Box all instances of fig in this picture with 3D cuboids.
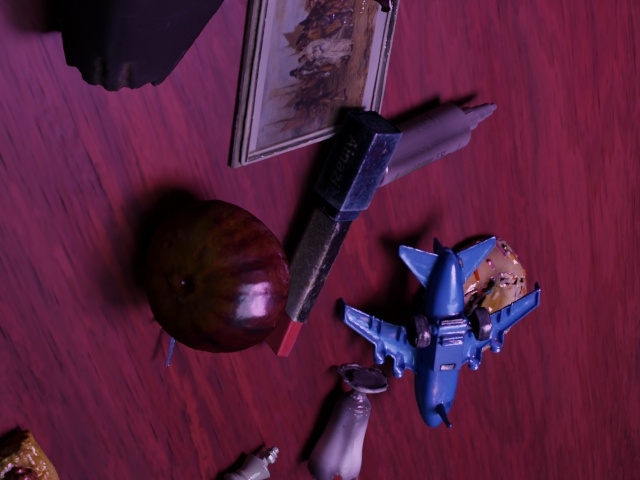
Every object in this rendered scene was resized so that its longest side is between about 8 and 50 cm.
[{"bbox_3d":[-0.090,0.048,1.740,0.202,0.148,0.149,27,57,-33],"label":"fig"}]

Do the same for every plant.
[{"bbox_3d":[-0.151,-0.255,1.437,0.164,0.142,0.256,-14,141,-41],"label":"plant"}]

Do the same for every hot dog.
[{"bbox_3d":[-0.332,0.330,1.777,0.123,0.093,0.262,-17,132,-39],"label":"hot dog"}]

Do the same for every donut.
[{"bbox_3d":[0.202,0.078,2.168,0.174,0.068,0.175,-28,139,-28],"label":"donut"}]

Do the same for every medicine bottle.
[{"bbox_3d":[0.130,-0.121,1.927,0.199,0.057,0.058,-26,137,-32],"label":"medicine bottle"}]

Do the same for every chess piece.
[{"bbox_3d":[-0.105,0.301,2.039,0.149,0.059,0.059,-42,144,-21],"label":"chess piece"}]

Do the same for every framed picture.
[{"bbox_3d":[0.004,-0.211,1.746,0.217,0.017,0.274,-21,135,-35],"label":"framed picture"}]

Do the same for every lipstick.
[{"bbox_3d":[0.000,0.000,1.882,0.051,0.051,0.312,-8,130,-50],"label":"lipstick"}]

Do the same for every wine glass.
[{"bbox_3d":[0.033,0.233,2.117,0.072,0.072,0.155,-10,126,-43],"label":"wine glass"}]

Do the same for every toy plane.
[{"bbox_3d":[0.149,0.120,2.063,0.254,0.105,0.271,-5,114,-13],"label":"toy plane"}]

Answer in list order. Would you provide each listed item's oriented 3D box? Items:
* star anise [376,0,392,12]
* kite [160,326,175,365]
[{"bbox_3d":[0.071,-0.320,1.628,0.220,0.126,0.190,4,90,-24],"label":"star anise"},{"bbox_3d":[-0.108,0.053,1.856,0.183,0.010,0.160,-22,131,-40],"label":"kite"}]
